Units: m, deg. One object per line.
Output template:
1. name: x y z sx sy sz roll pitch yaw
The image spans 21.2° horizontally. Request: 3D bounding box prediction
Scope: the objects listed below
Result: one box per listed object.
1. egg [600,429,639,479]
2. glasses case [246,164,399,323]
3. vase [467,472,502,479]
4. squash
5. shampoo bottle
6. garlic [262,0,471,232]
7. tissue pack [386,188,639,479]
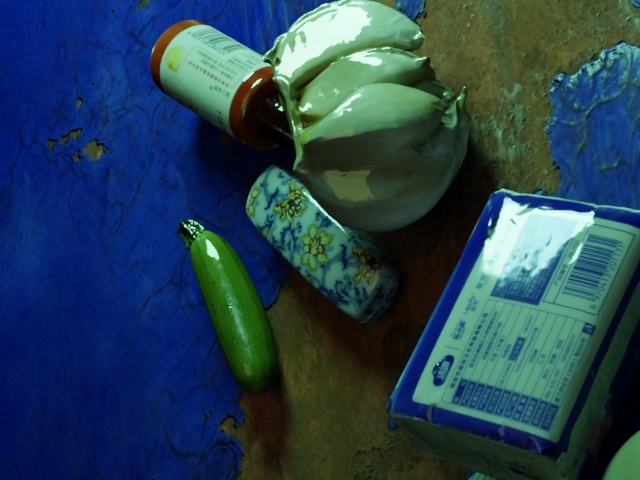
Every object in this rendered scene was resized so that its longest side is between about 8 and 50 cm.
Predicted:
1. egg: 0.361 0.238 1.516 0.241 0.186 0.186 -15 73 30
2. glasses case: 0.000 0.000 1.985 0.248 0.065 0.087 46 115 39
3. vase: 0.197 0.228 1.753 0.081 0.081 0.149 42 109 39
4. squash: -0.106 0.077 2.073 0.066 0.066 0.252 -41 58 32
5. shampoo bottle: -0.090 -0.176 2.075 0.278 0.104 0.104 33 106 42
6. garlic: 0.068 -0.126 1.879 0.203 0.185 0.281 -22 43 8
7. tissue pack: 0.214 0.099 1.669 0.209 0.137 0.270 8 63 41
